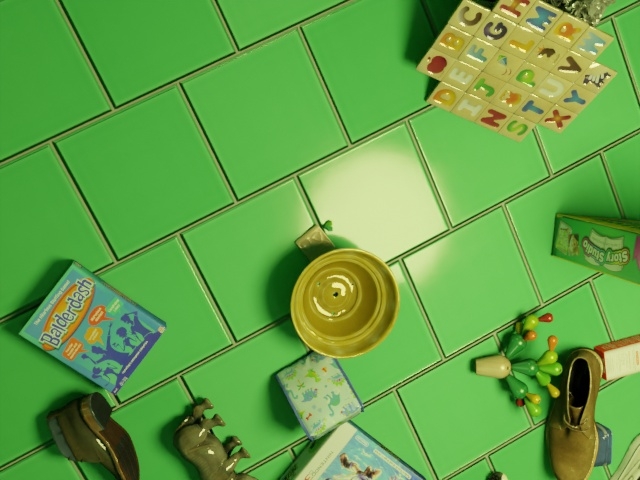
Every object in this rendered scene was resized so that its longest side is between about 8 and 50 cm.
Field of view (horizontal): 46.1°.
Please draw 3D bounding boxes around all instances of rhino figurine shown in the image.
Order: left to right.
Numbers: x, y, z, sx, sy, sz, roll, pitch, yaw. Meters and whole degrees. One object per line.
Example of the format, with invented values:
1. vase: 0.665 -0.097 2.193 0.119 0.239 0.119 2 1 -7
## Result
1. rhino figurine: -0.196 0.433 1.475 0.106 0.073 0.243 -36 107 -10

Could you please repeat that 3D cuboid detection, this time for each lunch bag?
1. lunch bag: -0.003 0.300 1.489 0.128 0.096 0.151 -29 71 -8
2. lunch bag: 0.617 0.462 1.688 0.065 0.067 0.099 -4 100 -13

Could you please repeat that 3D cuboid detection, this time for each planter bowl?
1. planter bowl: 0.039 0.114 1.472 0.217 0.090 0.217 -2 100 -13

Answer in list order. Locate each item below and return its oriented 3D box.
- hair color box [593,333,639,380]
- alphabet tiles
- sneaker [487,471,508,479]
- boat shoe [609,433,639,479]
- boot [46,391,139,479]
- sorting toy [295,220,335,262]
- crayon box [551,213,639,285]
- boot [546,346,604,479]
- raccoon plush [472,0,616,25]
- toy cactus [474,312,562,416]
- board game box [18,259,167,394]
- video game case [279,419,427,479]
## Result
1. hair color box: 0.689 0.260 1.686 0.141 0.043 0.072 -12 102 -11
2. alphabet tiles: 0.370 -0.322 1.426 0.342 0.011 0.285 20 138 -16
3. sneaker: 0.416 0.580 1.671 0.075 0.057 0.161 -14 101 -29
4. boat shoe: 0.727 0.576 1.724 0.096 0.088 0.268 29 91 -17
5. boot: -0.426 0.389 1.422 0.106 0.082 0.219 -17 108 11
6. sorting toy: 0.000 0.000 1.484 0.083 0.012 0.062 -39 101 -2
7. crayon box: 0.691 0.026 1.482 0.312 0.363 0.106 5 98 -15
8. boot: 0.541 0.386 1.615 0.112 0.115 0.306 7 93 25
9. raccoon plush: 0.435 -0.596 1.372 0.299 0.216 0.446 29 107 -16
10. toy cactus: 0.420 0.262 1.603 0.180 0.112 0.219 -1 102 5
11. board game box: -0.416 0.161 1.387 0.210 0.047 0.160 37 89 -16
12. video game case: 0.059 0.529 1.562 0.269 0.061 0.244 40 89 -17
